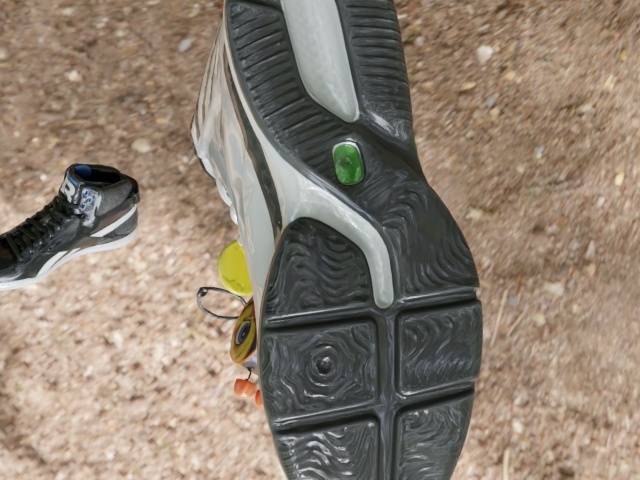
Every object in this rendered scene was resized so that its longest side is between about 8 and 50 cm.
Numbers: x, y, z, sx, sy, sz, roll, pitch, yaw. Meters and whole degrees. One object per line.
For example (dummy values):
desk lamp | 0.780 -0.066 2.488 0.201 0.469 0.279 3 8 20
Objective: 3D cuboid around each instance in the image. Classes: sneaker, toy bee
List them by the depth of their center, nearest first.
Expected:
sneaker | 0.001 -0.001 0.943 0.169 0.257 0.447 -8 90 -12
toy bee | -0.023 0.084 1.152 0.195 0.162 0.298 16 143 -9
sneaker | -0.314 -0.029 1.353 0.079 0.217 0.121 47 145 30
